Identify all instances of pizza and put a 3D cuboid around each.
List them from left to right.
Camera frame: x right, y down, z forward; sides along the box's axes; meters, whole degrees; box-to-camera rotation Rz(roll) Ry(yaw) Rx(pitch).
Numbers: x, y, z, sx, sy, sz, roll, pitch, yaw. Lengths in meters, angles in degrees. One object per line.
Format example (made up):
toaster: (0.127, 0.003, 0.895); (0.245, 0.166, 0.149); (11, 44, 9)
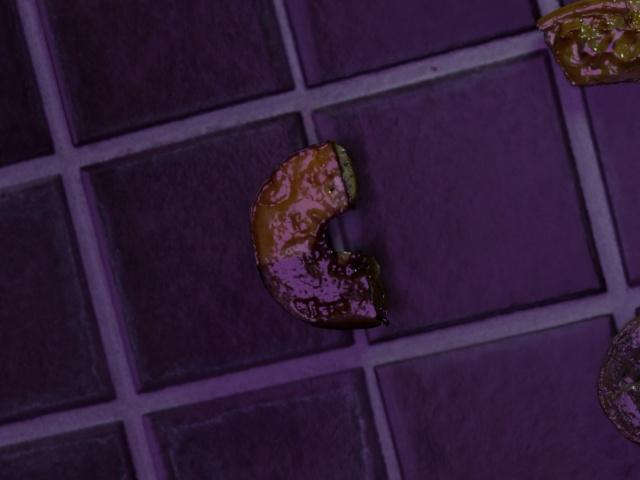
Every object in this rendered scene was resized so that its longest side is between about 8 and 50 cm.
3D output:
pizza: (0.320, -0.221, 1.892); (0.160, 0.036, 0.099); (-1, 95, 13)

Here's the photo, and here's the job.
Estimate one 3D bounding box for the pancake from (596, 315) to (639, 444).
pancake: (0.387, 0.157, 1.918); (0.158, 0.028, 0.158); (1, 93, 15)

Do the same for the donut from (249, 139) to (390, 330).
donut: (-0.001, -0.002, 1.962); (0.141, 0.085, 0.217); (-10, 92, 14)
